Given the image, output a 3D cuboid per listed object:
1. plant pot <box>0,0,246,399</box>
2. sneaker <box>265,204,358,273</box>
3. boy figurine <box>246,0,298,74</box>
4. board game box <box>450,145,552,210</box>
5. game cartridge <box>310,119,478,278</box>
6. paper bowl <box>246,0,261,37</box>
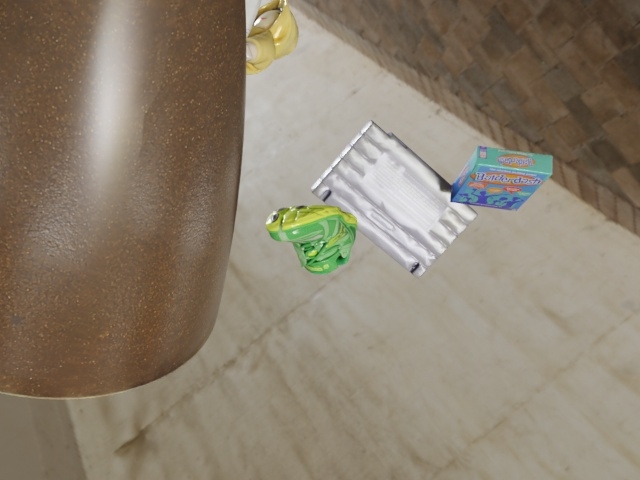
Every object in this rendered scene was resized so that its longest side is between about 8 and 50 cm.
[{"bbox_3d":[-0.130,-0.070,0.375,0.216,0.230,0.215,18,-149,-11],"label":"plant pot"},{"bbox_3d":[0.000,0.000,1.226,0.296,0.110,0.123,10,-100,-65],"label":"sneaker"},{"bbox_3d":[-0.138,-0.288,0.992,0.177,0.285,0.092,21,132,49],"label":"boy figurine"},{"bbox_3d":[0.390,-0.132,1.459,0.210,0.160,0.047,102,176,-70],"label":"board game box"},{"bbox_3d":[0.182,-0.097,1.612,0.355,0.230,0.068,39,-173,-15],"label":"game cartridge"},{"bbox_3d":[-0.196,-0.284,0.739,0.148,0.284,0.284,32,172,15],"label":"paper bowl"}]
